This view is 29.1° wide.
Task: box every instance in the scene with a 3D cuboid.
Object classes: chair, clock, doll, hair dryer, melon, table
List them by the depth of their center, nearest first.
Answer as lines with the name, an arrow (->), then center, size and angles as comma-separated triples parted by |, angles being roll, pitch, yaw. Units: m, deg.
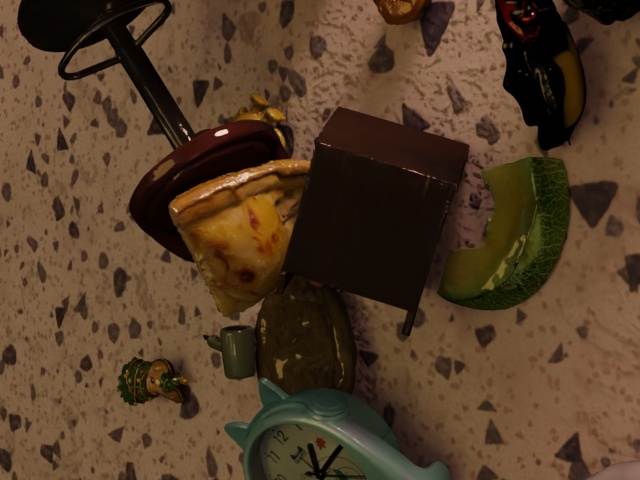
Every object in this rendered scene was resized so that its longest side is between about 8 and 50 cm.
doll -> 0.231, -0.208, 1.308 | 0.088, 0.127, 0.249 | -3, 118, 34
melon -> 0.212, -0.003, 1.411 | 0.118, 0.064, 0.210 | 32, 112, 45
table -> 0.063, -0.027, 1.447 | 0.169, 0.172, 0.193 | 17, 112, 5
clock -> 0.010, 0.286, 1.544 | 0.274, 0.094, 0.224 | 43, 127, 7
chair -> -0.202, -0.173, 1.594 | 0.226, 0.226, 0.401 | -45, 70, 37
doll -> -0.114, -0.105, 1.718 | 0.188, 0.096, 0.145 | -30, 81, 22
hair dryer -> -0.142, 0.153, 1.782 | 0.150, 0.047, 0.071 | 10, 105, 60
doll -> -0.248, 0.212, 1.903 | 0.113, 0.077, 0.078 | -12, 111, 17

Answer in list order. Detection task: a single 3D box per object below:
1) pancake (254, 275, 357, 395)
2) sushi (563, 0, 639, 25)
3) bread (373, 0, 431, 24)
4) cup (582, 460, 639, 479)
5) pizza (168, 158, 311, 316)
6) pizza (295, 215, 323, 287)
pancake -> -0.019, 0.159, 1.665 | 0.242, 0.050, 0.242 | -6, 82, 56
sushi -> 0.283, -0.332, 1.258 | 0.115, 0.147, 0.213 | -19, 83, 43
bread -> 0.101, -0.305, 1.514 | 0.081, 0.046, 0.083 | -11, 83, 43
cup -> 0.270, 0.367, 1.269 | 0.317, 0.212, 0.212 | -43, 63, 37
pizza -> -0.070, -0.007, 1.520 | 0.080, 0.204, 0.188 | 36, 149, 50
pizza -> 0.001, 0.000, 1.608 | 0.134, 0.046, 0.175 | -19, 59, 14
